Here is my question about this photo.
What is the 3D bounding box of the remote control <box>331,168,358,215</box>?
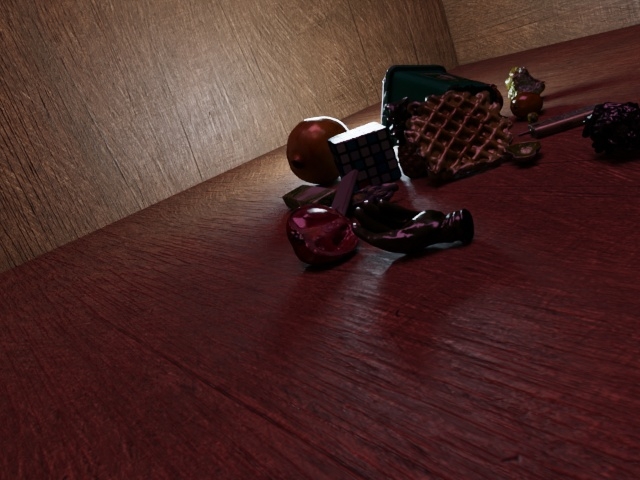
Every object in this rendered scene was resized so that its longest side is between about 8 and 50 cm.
[{"bbox_3d":[0.068,-0.125,1.754,0.067,0.029,0.261,-33,22,32],"label":"remote control"}]

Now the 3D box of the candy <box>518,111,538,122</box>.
[{"bbox_3d":[0.710,-0.420,2.073,0.035,0.035,0.123,-17,9,-6],"label":"candy"}]

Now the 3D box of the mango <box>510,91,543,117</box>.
[{"bbox_3d":[0.732,-0.482,2.142,0.111,0.089,0.163,-2,12,18],"label":"mango"}]

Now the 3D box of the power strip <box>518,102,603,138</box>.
[{"bbox_3d":[0.740,-0.362,1.844,0.268,0.034,0.092,-17,18,11],"label":"power strip"}]

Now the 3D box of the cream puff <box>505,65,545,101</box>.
[{"bbox_3d":[0.791,-0.602,2.369,0.156,0.156,0.121,-21,3,-4],"label":"cream puff"}]

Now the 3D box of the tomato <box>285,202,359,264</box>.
[{"bbox_3d":[0.000,0.000,1.488,0.173,0.099,0.189,-15,51,-35],"label":"tomato"}]

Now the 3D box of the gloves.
[{"bbox_3d":[0.197,-0.026,1.319,0.268,0.107,0.135,6,34,20],"label":"gloves"}]

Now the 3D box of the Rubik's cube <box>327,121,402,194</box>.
[{"bbox_3d":[0.144,-0.273,1.999,0.187,0.184,0.182,-19,16,-1],"label":"Rubik's cube"}]

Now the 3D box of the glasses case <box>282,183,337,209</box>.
[{"bbox_3d":[-0.031,-0.129,1.963,0.095,0.062,0.272,-32,19,-15],"label":"glasses case"}]

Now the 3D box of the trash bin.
[{"bbox_3d":[0.391,-0.439,2.066,0.259,0.295,0.381,-7,22,-22],"label":"trash bin"}]

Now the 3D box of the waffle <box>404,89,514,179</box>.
[{"bbox_3d":[0.406,-0.317,1.773,0.317,0.297,0.073,-11,-25,-5],"label":"waffle"}]

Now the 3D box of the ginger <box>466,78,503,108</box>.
[{"bbox_3d":[0.509,-0.519,2.346,0.419,0.254,0.176,6,69,28],"label":"ginger"}]

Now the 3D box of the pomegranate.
[{"bbox_3d":[-0.011,-0.334,2.249,0.264,0.264,0.264,-18,17,6],"label":"pomegranate"}]

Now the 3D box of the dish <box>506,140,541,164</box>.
[{"bbox_3d":[0.561,-0.234,1.652,0.091,0.039,0.137,-7,23,19],"label":"dish"}]

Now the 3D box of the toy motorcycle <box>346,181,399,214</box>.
[{"bbox_3d":[0.138,-0.122,1.749,0.194,0.061,0.124,-19,22,31],"label":"toy motorcycle"}]

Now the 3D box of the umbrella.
[{"bbox_3d":[0.723,-0.287,1.514,0.155,0.128,0.336,-1,14,9],"label":"umbrella"}]

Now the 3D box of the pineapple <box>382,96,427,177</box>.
[{"bbox_3d":[0.280,-0.324,1.890,0.128,0.248,0.128,-22,16,7],"label":"pineapple"}]
